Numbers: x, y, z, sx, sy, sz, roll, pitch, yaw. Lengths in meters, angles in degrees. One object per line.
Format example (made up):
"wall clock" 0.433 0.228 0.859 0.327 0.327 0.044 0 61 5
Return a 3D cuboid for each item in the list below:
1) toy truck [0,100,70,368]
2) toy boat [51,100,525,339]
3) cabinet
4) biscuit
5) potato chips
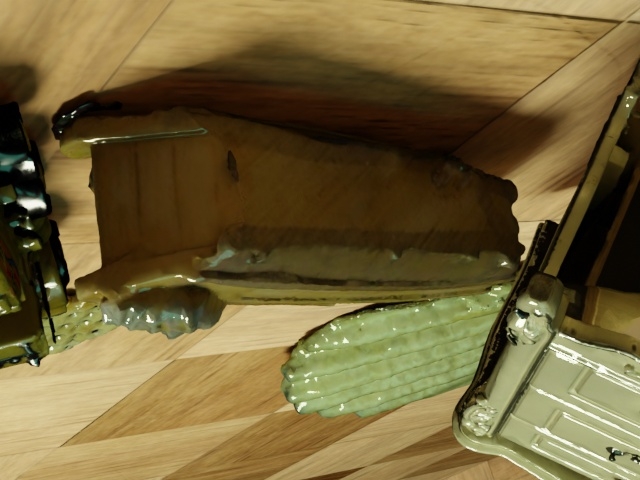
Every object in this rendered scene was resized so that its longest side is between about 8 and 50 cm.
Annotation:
"toy truck" -0.214 0.020 0.716 0.127 0.127 0.257 -15 166 -10
"toy boat" 0.000 0.000 0.845 0.162 0.136 0.445 -19 166 38
"cabinet" 0.286 0.074 0.905 0.289 0.228 0.318 25 158 9
"biscuit" -0.256 0.078 1.021 0.203 0.016 0.144 -6 159 -30
"potato chips" 0.157 0.124 1.471 0.429 0.070 0.358 -17 160 -4
